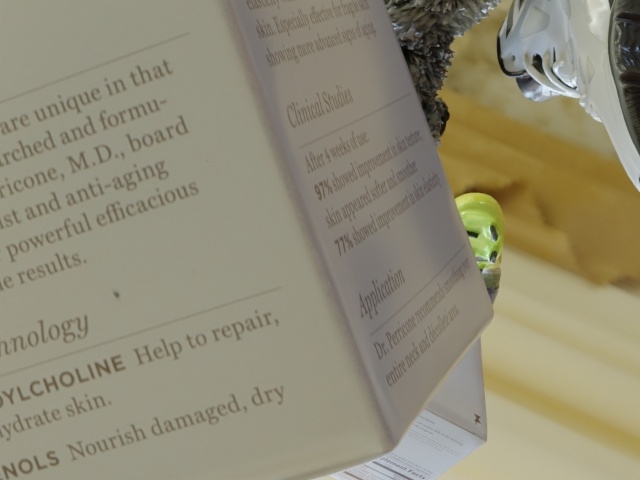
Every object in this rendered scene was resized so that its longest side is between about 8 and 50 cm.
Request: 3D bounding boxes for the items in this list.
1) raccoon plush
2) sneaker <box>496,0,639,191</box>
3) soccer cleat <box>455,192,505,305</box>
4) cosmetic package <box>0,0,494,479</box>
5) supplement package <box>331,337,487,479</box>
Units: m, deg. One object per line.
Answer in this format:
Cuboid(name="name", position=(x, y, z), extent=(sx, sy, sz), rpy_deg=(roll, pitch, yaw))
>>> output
Cuboid(name="raccoon plush", position=(0.030, -0.191, 1.836), extent=(0.446, 0.216, 0.299), rpy_deg=(-47, -13, -42))
Cuboid(name="sneaker", position=(0.302, -0.169, 1.827), extent=(0.257, 0.169, 0.447), rpy_deg=(120, 153, -50))
Cuboid(name="soccer cleat", position=(0.185, 0.001, 2.291), extent=(0.289, 0.093, 0.121), rpy_deg=(85, -164, -62))
Cuboid(name="cosmetic package", position=(-0.126, -0.049, 1.158), extent=(0.394, 0.327, 0.329), rpy_deg=(70, -161, -4))
Cuboid(name="supplement package", position=(0.020, 0.106, 1.826), extent=(0.145, 0.262, 0.204), rpy_deg=(-41, 33, 35))
